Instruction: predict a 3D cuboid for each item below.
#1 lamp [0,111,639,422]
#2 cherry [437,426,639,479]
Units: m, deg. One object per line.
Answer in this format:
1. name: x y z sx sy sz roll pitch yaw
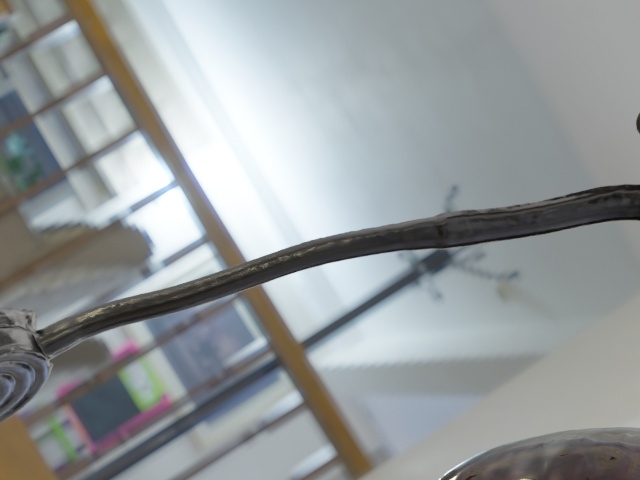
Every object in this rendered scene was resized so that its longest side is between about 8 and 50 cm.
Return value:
1. lamp: 0.017 0.031 0.761 0.130 0.371 0.108 109 -39 -61
2. cherry: 0.158 0.206 0.925 0.255 0.218 0.296 -16 -44 33
